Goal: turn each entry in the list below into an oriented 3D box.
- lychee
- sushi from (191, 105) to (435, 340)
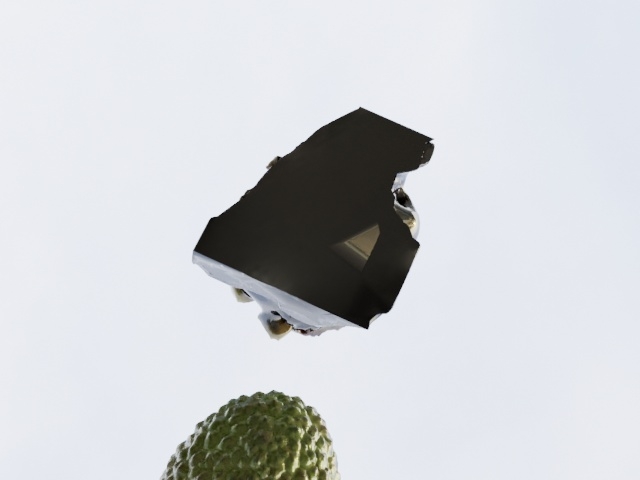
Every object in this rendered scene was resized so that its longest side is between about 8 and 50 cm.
[{"bbox_3d":[-0.044,0.162,0.959,0.114,0.114,0.146,22,-86,25],"label":"lychee"},{"bbox_3d":[0.000,0.000,1.264,0.153,0.150,0.172,24,-115,4],"label":"sushi"}]
